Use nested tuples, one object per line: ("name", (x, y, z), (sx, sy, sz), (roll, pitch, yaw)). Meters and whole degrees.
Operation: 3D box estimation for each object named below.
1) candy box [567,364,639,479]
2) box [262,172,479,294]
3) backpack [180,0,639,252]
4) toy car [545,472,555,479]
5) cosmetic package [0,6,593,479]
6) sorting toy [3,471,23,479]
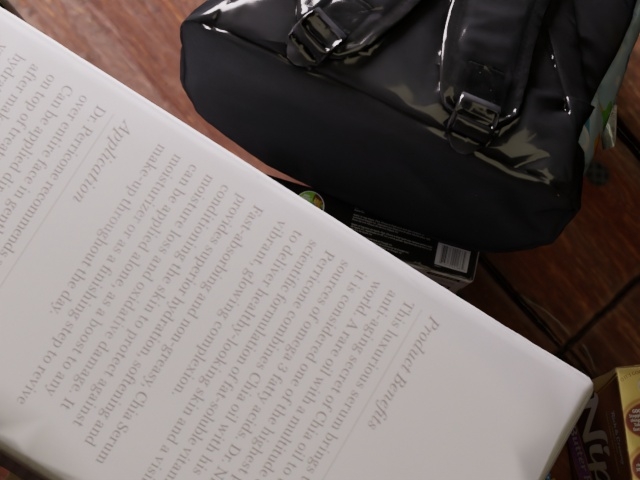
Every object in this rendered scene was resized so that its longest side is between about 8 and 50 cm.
("candy box", (0.230, 0.191, 1.325), (0.053, 0.109, 0.186), (-4, 77, -15))
("box", (0.000, 0.000, 1.314), (0.207, 0.114, 0.036), (16, 71, -11))
("backpack", (0.096, -0.176, 1.295), (0.290, 0.273, 0.355), (24, 66, 4))
("toy car", (0.126, 0.162, 1.355), (0.122, 0.060, 0.040), (52, 24, -14))
("cosmetic package", (-0.088, 0.074, 1.141), (0.453, 0.161, 0.230), (33, 75, -4))
("sorting toy", (-0.103, 0.226, 1.238), (0.257, 0.089, 0.255), (35, 69, -3))
